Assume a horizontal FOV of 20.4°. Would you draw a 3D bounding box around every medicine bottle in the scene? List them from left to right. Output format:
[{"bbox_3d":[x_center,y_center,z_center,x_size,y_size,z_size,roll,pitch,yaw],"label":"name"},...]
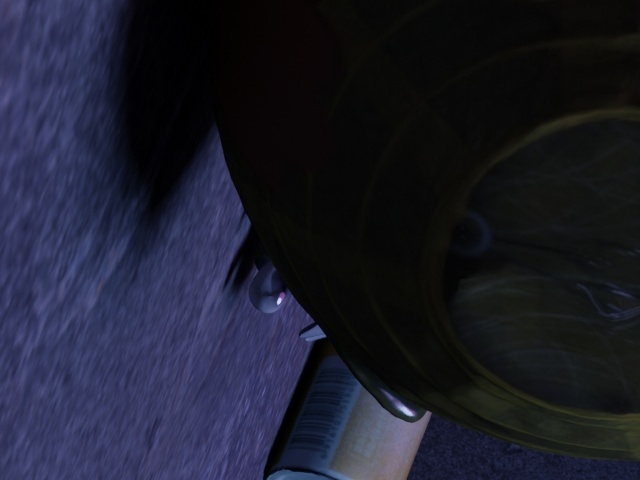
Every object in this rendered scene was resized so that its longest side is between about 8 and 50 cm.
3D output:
[{"bbox_3d":[0.075,0.013,1.307,0.108,0.108,0.426,99,14,-59],"label":"medicine bottle"}]

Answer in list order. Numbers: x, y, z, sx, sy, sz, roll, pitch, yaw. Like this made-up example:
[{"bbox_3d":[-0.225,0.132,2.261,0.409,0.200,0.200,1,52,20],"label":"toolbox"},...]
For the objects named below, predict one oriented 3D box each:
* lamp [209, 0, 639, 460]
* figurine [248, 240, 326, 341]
[{"bbox_3d":[0.097,-0.072,0.541,0.284,0.250,0.250,-71,176,-53],"label":"lamp"},{"bbox_3d":[0.000,0.000,0.774,0.094,0.082,0.086,-54,-178,-34],"label":"figurine"}]
